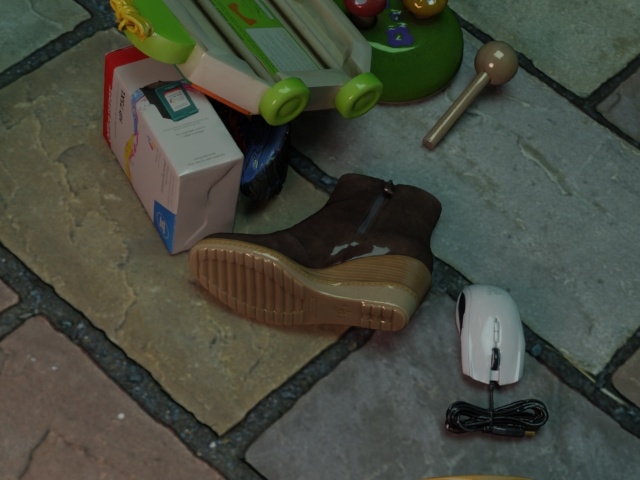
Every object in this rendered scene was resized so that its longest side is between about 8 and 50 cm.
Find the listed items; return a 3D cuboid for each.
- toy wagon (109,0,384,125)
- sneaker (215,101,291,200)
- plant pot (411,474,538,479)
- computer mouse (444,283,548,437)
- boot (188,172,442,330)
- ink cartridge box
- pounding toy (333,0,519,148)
[{"bbox_3d":[-0.096,-0.229,1.628,0.344,0.068,0.267,-11,55,-47],"label":"toy wagon"},{"bbox_3d":[-0.075,-0.126,1.691,0.087,0.083,0.221,3,42,1],"label":"sneaker"},{"bbox_3d":[0.113,0.317,1.309,0.205,0.205,0.188,0,68,-11],"label":"plant pot"},{"bbox_3d":[0.175,0.113,1.563,0.106,0.042,0.193,4,52,-6],"label":"computer mouse"},{"bbox_3d":[0.000,0.000,1.613,0.248,0.090,0.207,14,39,2],"label":"boot"},{"bbox_3d":[-0.170,-0.118,1.621,0.078,0.134,0.231,-19,57,-23],"label":"ink cartridge box"},{"bbox_3d":[0.105,-0.248,1.781,0.237,0.110,0.183,39,62,20],"label":"pounding toy"}]
